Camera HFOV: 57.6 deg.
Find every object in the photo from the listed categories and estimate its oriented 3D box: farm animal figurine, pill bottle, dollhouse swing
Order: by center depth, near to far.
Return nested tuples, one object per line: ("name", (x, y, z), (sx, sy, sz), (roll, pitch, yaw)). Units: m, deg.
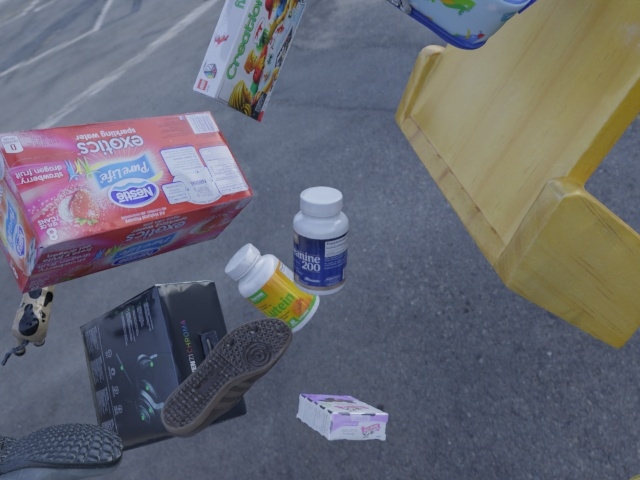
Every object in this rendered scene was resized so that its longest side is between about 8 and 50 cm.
("dollhouse swing", (0.292, -0.135, 0.670), (0.305, 0.315, 0.347), (-49, 34, 23))
("pill bottle", (0.000, 0.000, 0.699), (0.067, 0.120, 0.067), (1, 29, 0))
("farm animal figurine", (-0.535, 0.000, 1.028), (0.327, 0.330, 0.172), (-49, -2, -42))
("pill bottle", (-0.132, 0.124, 1.561), (0.136, 0.245, 0.136), (-41, 18, 17))

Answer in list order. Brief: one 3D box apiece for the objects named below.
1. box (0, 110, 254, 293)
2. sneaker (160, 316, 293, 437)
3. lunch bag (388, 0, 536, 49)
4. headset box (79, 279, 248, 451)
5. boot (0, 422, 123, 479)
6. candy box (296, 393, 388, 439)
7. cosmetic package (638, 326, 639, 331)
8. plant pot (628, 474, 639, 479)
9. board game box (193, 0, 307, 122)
("box", (-0.224, -0.051, 0.661), (0.256, 0.128, 0.122), (-19, -14, -43))
("sneaker", (-0.115, 0.168, 0.724), (0.188, 0.071, 0.066), (-36, 68, -21))
("lunch bag", (0.127, -0.291, 0.522), (0.219, 0.176, 0.090), (-65, 12, -24))
("headset box", (-0.281, 0.225, 1.034), (0.283, 0.247, 0.131), (-28, -17, 36))
("boot", (-0.388, 0.348, 0.805), (0.246, 0.161, 0.083), (-3, 18, -4))
("candy box", (0.054, 0.457, 1.513), (0.196, 0.164, 0.070), (0, 81, 64))
("cosmetic package", (0.704, 0.213, 1.074), (0.097, 0.377, 0.285), (-33, 55, 13))
("plant pot", (0.367, 0.295, 0.602), (0.134, 0.095, 0.134), (-53, 10, 13))
("board game box", (-0.115, -0.387, 1.073), (0.053, 0.193, 0.306), (24, 97, 18))
